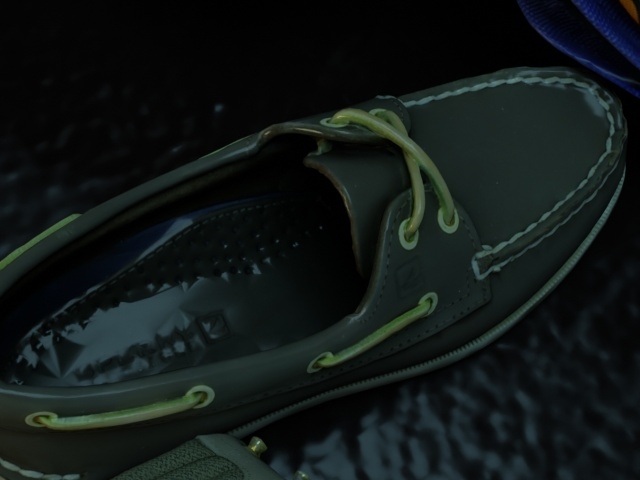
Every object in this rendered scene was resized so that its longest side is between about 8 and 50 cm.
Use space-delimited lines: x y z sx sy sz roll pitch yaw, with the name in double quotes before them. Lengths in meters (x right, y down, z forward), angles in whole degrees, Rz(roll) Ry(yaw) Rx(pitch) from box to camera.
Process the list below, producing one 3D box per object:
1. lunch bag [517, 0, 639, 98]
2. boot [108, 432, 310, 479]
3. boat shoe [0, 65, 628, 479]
"lunch bag" 0.197 -0.242 0.509 0.385 0.239 0.328 50 53 -26
"boot" 0.026 0.125 0.432 0.213 0.077 0.165 0 20 -46
"boat shoe" 0.002 0.004 0.489 0.305 0.091 0.109 -26 69 -16
